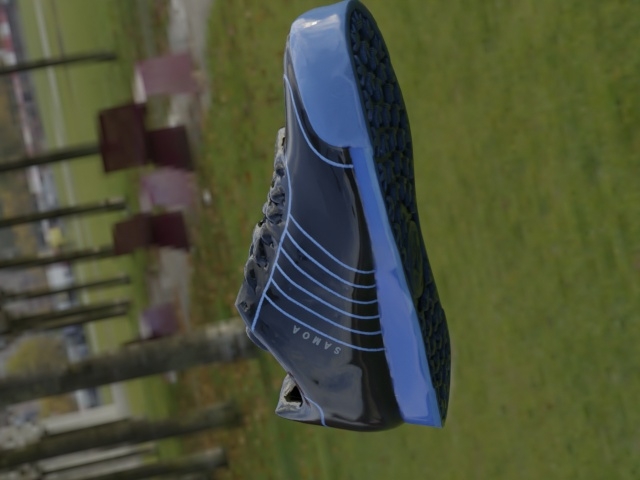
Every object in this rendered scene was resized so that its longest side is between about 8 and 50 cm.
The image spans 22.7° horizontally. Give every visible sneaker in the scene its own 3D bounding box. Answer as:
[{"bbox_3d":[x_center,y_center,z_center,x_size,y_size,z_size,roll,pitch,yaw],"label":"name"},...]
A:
[{"bbox_3d":[0.000,0.000,0.733,0.081,0.090,0.232,-75,-23,-53],"label":"sneaker"}]
